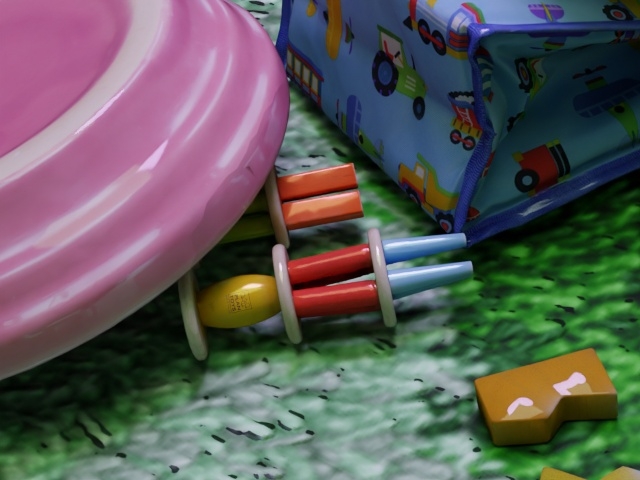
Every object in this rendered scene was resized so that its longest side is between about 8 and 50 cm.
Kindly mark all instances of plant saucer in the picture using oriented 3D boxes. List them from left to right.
[{"bbox_3d":[-0.183,-0.056,0.865,0.332,0.084,0.332,-15,36,12],"label":"plant saucer"}]

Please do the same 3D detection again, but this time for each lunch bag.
[{"bbox_3d":[0.151,-0.138,0.919,0.293,0.138,0.221,-16,39,-23],"label":"lunch bag"}]

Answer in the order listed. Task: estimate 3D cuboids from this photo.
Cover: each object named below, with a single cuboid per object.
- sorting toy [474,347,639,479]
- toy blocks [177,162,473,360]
[{"bbox_3d":[0.238,0.073,0.709,0.307,0.041,0.229,-15,42,-4],"label":"sorting toy"},{"bbox_3d":[0.000,0.000,0.831,0.148,0.054,0.123,-10,42,1],"label":"toy blocks"}]
